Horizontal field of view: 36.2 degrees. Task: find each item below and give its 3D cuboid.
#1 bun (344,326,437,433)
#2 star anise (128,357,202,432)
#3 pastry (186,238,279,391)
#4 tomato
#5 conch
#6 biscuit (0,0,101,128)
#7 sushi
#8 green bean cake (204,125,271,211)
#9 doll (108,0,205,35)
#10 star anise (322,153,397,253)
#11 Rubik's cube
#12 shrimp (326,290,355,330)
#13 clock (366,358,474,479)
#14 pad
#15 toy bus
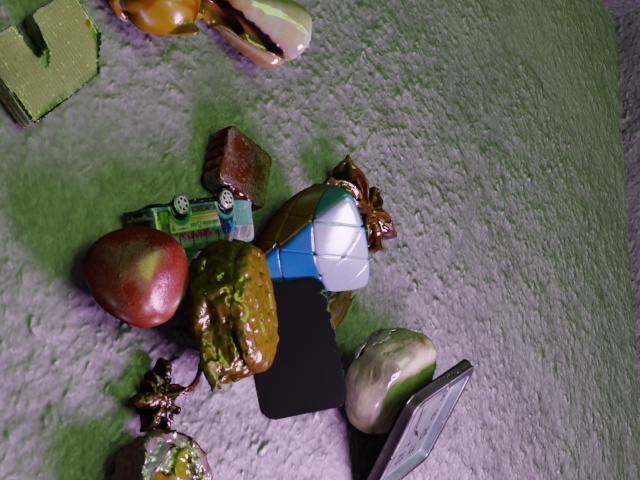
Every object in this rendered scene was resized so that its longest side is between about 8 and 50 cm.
[{"bbox_3d":[0.130,0.277,1.997,0.239,0.141,0.239,-38,143,-36],"label":"bun"},{"bbox_3d":[-0.243,0.240,1.605,0.097,0.070,0.191,54,36,-20],"label":"star anise"},{"bbox_3d":[-0.144,0.116,1.655,0.235,0.132,0.240,14,62,-87],"label":"pastry"},{"bbox_3d":[-0.290,0.050,1.539,0.167,0.167,0.167,25,57,-46],"label":"tomato"},{"bbox_3d":[-0.133,-0.443,2.013,0.255,0.127,0.158,24,86,-21],"label":"conch"},{"bbox_3d":[-0.441,-0.297,1.577,0.147,0.046,0.250,57,40,-19],"label":"biscuit"},{"bbox_3d":[-0.239,0.412,1.500,0.161,0.107,0.241,14,59,-48],"label":"sushi"},{"bbox_3d":[-0.159,-0.134,1.878,0.135,0.056,0.135,37,48,-40],"label":"green bean cake"},{"bbox_3d":[-0.314,-0.486,1.734,0.167,0.162,0.270,-75,146,-57],"label":"doll"},{"bbox_3d":[0.077,-0.074,2.142,0.220,0.099,0.214,63,23,-6],"label":"star anise"},{"bbox_3d":[0.000,0.000,1.946,0.254,0.254,0.255,25,57,-46],"label":"Rubik's cube"},{"bbox_3d":[-0.013,0.107,1.983,0.173,0.058,0.253,48,43,-18],"label":"shrimp"},{"bbox_3d":[0.196,0.384,2.011,0.049,0.279,0.273,34,27,23],"label":"clock"},{"bbox_3d":[0.022,0.191,1.870,0.323,0.055,0.250,-7,81,-28],"label":"pad"},{"bbox_3d":[-0.225,-0.029,1.725,0.261,0.091,0.109,-11,91,-53],"label":"toy bus"}]
